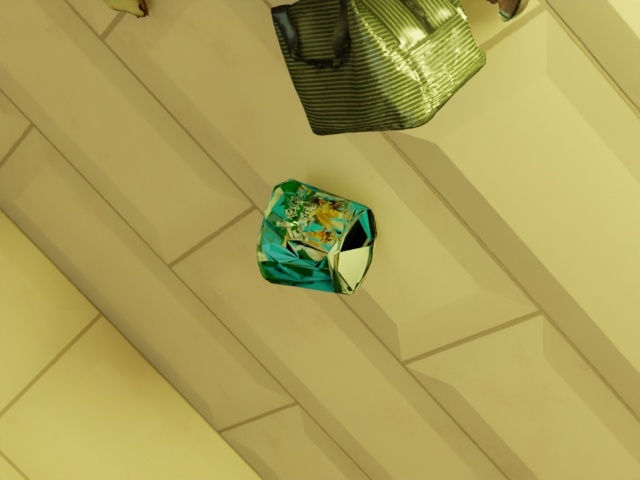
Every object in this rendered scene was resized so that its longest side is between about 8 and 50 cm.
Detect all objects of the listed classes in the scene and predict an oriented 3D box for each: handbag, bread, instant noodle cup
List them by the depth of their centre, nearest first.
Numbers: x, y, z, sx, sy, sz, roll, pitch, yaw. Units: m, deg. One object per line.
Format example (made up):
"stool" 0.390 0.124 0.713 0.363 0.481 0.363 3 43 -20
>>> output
"handbag" 0.084 -0.328 1.930 0.341 0.247 0.240 3 130 56
"bread" -0.405 -0.514 2.392 0.129 0.044 0.126 15 145 30
"instant noodle cup" 0.000 0.000 2.418 0.178 0.240 0.240 14 138 24

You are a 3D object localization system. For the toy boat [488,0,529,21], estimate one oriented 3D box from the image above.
"toy boat" 0.272 -0.443 1.786 0.155 0.085 0.227 36 158 23
